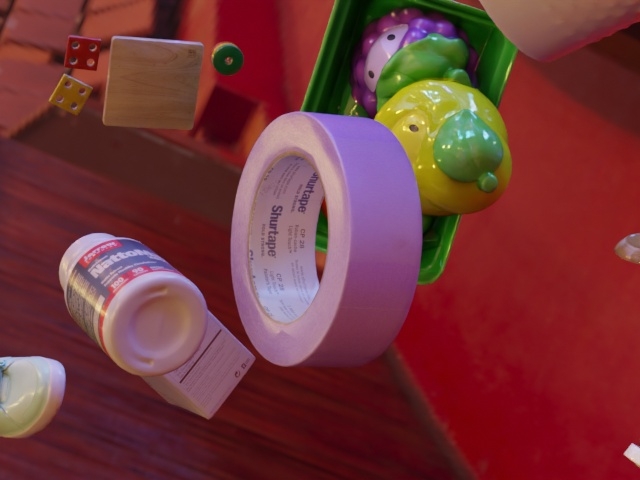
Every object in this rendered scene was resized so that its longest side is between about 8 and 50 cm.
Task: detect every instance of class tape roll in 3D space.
[{"bbox_3d":[0.000,0.000,1.588,0.275,0.090,0.274,-13,75,60],"label":"tape roll"}]

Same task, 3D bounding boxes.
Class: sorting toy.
[{"bbox_3d":[-0.254,-0.232,2.122,0.046,0.275,0.132,-125,41,-59],"label":"sorting toy"}]

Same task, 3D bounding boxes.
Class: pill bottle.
[{"bbox_3d":[-0.197,0.057,1.477,0.180,0.108,0.108,32,98,55],"label":"pill bottle"}]

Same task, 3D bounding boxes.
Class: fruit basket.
[{"bbox_3d":[0.107,-0.133,1.873,0.392,0.283,0.392,18,-90,-85],"label":"fruit basket"}]

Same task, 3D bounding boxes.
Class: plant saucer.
[{"bbox_3d":[0.387,0.008,1.717,0.083,0.083,0.015,-107,19,-68],"label":"plant saucer"}]

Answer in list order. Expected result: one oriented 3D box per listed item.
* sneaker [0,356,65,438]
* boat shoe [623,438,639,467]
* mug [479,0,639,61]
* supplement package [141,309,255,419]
[{"bbox_3d":[-0.423,0.178,1.720,0.256,0.151,0.094,-12,67,39],"label":"sneaker"},{"bbox_3d":[0.341,0.163,1.065,0.109,0.305,0.091,37,105,53],"label":"boat shoe"},{"bbox_3d":[0.295,-0.395,1.481,0.328,0.374,0.276,-23,51,29],"label":"mug"},{"bbox_3d":[-0.190,0.127,1.860,0.105,0.179,0.105,13,60,53],"label":"supplement package"}]
